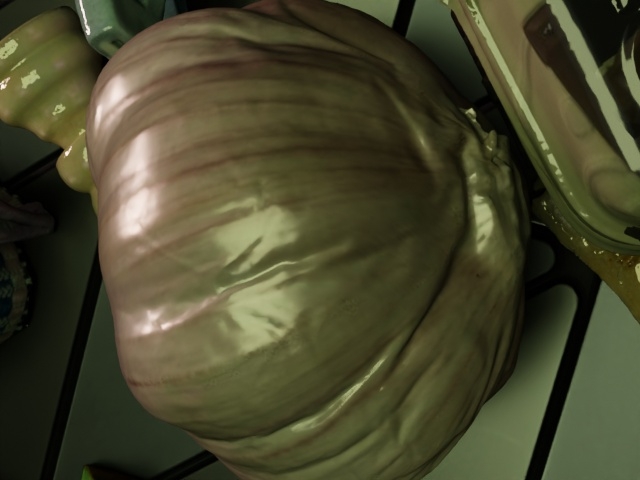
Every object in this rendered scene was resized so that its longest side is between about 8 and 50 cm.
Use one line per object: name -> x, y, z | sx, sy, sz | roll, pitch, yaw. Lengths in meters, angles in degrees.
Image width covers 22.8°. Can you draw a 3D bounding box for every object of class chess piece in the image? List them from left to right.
chess piece -> -0.160, -0.077, 1.132 | 0.094, 0.094, 0.170 | -42, 89, 17

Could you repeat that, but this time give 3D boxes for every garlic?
garlic -> 0.000, 0.000, 0.964 | 0.259, 0.317, 0.317 | -16, 90, 27

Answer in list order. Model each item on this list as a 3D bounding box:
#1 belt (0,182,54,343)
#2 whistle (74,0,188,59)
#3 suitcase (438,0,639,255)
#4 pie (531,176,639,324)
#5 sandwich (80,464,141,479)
belt -> -0.364, 0.028, 1.166 | 0.295, 0.160, 0.206 | 8, 97, 18
whistle -> -0.143, -0.229, 1.068 | 0.093, 0.186, 0.274 | -24, 53, 21
suitcase -> 0.255, -0.139, 0.897 | 0.352, 0.194, 0.339 | -26, 86, -6
pie -> 0.262, 0.028, 1.004 | 0.282, 0.068, 0.128 | 45, 105, 11
sandwich -> -0.122, 0.216, 1.183 | 0.117, 0.074, 0.074 | 10, 99, -15
